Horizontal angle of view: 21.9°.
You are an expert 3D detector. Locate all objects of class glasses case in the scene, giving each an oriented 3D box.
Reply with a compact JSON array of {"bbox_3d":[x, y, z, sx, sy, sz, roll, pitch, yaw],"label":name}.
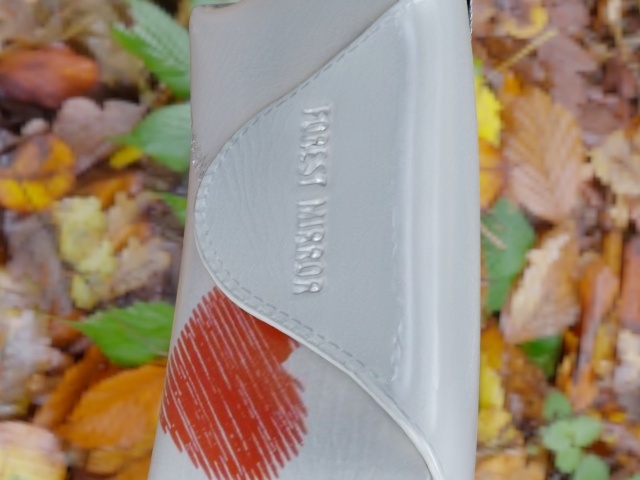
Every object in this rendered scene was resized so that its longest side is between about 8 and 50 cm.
[{"bbox_3d":[-0.002,0.000,0.642,0.083,0.128,0.308,77,13,-56],"label":"glasses case"}]
